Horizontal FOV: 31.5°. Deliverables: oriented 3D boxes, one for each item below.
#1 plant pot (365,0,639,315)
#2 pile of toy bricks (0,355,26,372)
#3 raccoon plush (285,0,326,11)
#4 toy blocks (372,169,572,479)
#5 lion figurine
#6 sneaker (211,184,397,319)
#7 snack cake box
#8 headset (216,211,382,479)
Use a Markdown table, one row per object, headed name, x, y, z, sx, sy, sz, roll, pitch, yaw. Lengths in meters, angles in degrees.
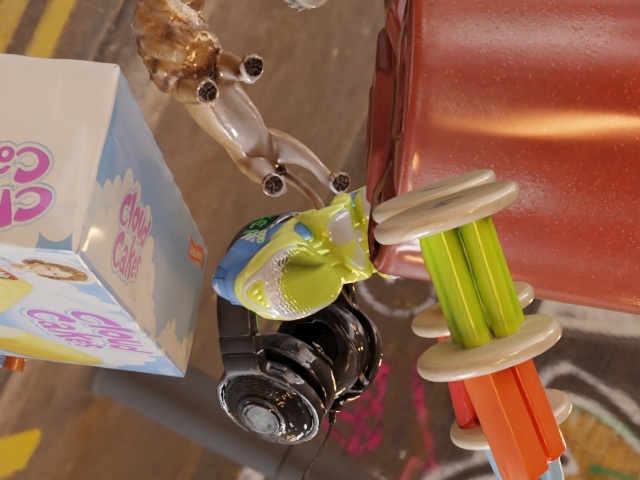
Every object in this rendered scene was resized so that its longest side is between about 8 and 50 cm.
| name | x | y | z | sx | sy | sz | roll | pitch | yaw |
| --- | --- | --- | --- | --- | --- | --- | --- | --- | --- |
| plant pot | 0.167 | -0.070 | 0.677 | 0.272 | 0.265 | 0.273 | -176 | -90 | -87 |
| pile of toy bricks | -0.253 | 0.077 | 1.112 | 0.212 | 0.105 | 0.118 | 23 | 77 | -55 |
| raccoon plush | 0.093 | -0.409 | 1.320 | 0.299 | 0.216 | 0.446 | -28 | -177 | 22 |
| toy blocks | 0.068 | 0.052 | 0.434 | 0.123 | 0.054 | 0.148 | -72 | 143 | -82 |
| lion figurine | -0.122 | -0.178 | 1.604 | 0.142 | 0.240 | 0.392 | -37 | 118 | -14 |
| sneaker | 0.000 | 0.000 | 1.019 | 0.240 | 0.126 | 0.091 | -21 | 105 | -43 |
| snack cake box | -0.155 | -0.003 | 0.587 | 0.264 | 0.152 | 0.089 | 79 | 19 | -72 |
| headset | 0.004 | 0.159 | 1.365 | 0.243 | 0.185 | 0.394 | -29 | 111 | -57 |
